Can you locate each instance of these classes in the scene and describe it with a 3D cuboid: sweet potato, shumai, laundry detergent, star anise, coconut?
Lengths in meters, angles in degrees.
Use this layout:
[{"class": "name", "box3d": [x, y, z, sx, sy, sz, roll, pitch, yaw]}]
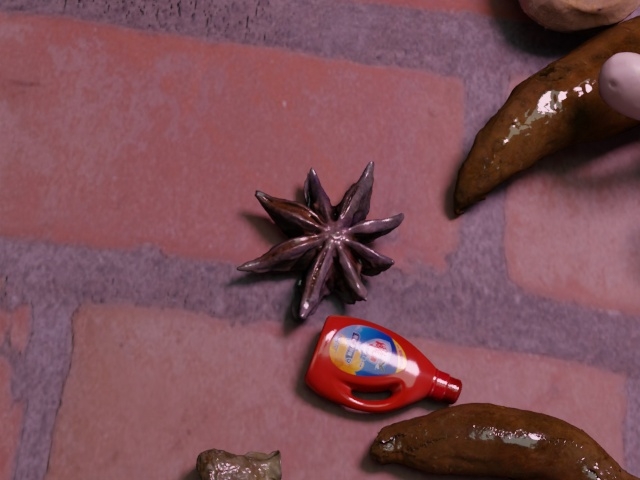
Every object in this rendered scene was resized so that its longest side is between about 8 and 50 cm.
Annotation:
[{"class": "sweet potato", "box3d": [0.322, -0.169, 1.507, 0.422, 0.130, 0.130, -30, 72, -19]}, {"class": "sweet potato", "box3d": [0.196, 0.229, 1.322, 0.286, 0.085, 0.112, 12, 68, -1]}, {"class": "shumai", "box3d": [-0.077, 0.236, 1.287, 0.080, 0.083, 0.082, -33, 110, 0]}, {"class": "laundry detergent", "box3d": [0.071, 0.145, 1.368, 0.165, 0.049, 0.097, 20, 71, 1]}, {"class": "star anise", "box3d": [0.000, 0.000, 1.420, 0.180, 0.061, 0.204, 6, 64, -3]}, {"class": "coconut", "box3d": [0.325, -0.343, 1.567, 0.194, 0.194, 0.194, 3, 64, -6]}]

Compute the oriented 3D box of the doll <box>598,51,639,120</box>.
[{"class": "doll", "box3d": [0.525, -0.092, 1.433, 0.376, 0.187, 0.365, -21, 83, -13]}]
